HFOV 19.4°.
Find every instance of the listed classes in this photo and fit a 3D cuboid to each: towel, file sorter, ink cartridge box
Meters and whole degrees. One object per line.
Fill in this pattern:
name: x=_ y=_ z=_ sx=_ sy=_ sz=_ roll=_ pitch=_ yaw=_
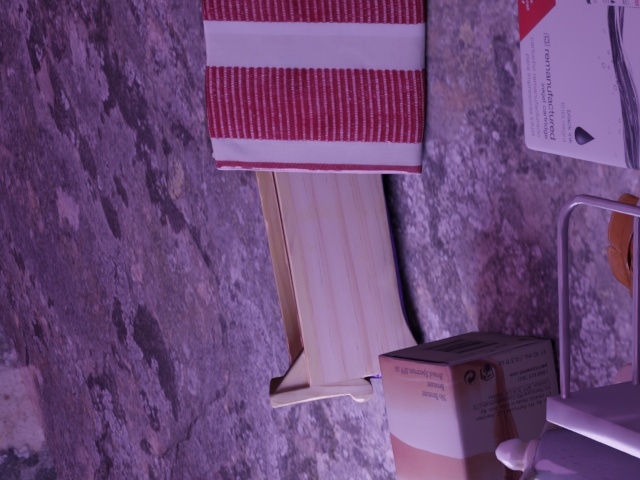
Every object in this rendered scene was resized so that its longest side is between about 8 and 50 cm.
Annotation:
towel: x=-0.007 y=-0.231 z=1.959 sx=0.037 sy=0.237 sz=0.329 roll=-63 pitch=-26 yaw=-67
file sorter: x=0.328 y=0.047 z=1.320 sx=0.193 sy=0.278 sz=0.173 roll=19 pitch=113 yaw=60
ink cartridge box: x=0.279 y=-0.160 z=1.503 sx=0.273 sy=0.114 sz=0.197 roll=18 pitch=115 yaw=60

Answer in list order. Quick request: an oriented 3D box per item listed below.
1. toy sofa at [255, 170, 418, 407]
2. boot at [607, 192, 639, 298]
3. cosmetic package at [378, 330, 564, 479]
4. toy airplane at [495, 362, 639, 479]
toy sofa: x=0.000 y=0.000 z=2.123 sx=0.150 sy=0.177 sz=0.362 roll=-128 pitch=28 yaw=-86
boot: x=0.302 y=-0.004 z=1.576 sx=0.152 sy=0.073 sz=0.197 roll=-128 pitch=39 yaw=-48
cosmetic package: x=0.164 y=0.250 z=1.884 sx=0.153 sy=0.129 sz=0.296 roll=-1 pitch=100 yaw=62
toy airplane: x=0.224 y=0.354 z=1.591 sx=0.384 sy=0.272 sz=0.386 roll=-43 pitch=54 yaw=30
